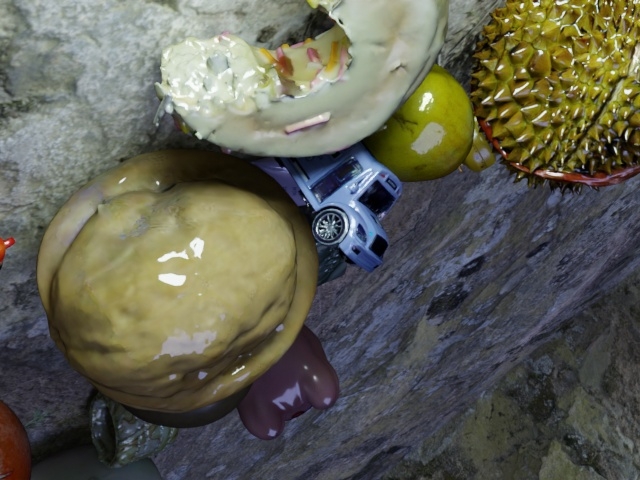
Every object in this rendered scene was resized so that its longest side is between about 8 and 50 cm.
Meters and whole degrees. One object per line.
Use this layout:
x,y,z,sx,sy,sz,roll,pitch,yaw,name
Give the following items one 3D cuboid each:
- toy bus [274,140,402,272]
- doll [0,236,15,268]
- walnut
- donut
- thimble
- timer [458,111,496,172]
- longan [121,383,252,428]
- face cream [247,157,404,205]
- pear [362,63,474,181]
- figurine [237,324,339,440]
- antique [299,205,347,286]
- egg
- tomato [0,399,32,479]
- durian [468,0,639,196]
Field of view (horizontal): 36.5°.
0.015,-0.099,1.351,0.133,0.292,0.125,-38,154,9,toy bus
-0.502,0.028,1.251,0.183,0.085,0.217,-16,173,42,doll
-0.209,0.059,1.383,0.383,0.384,0.383,-25,154,-13,walnut
-0.005,-0.252,1.178,0.307,0.150,0.371,16,131,-36,donut
-0.371,0.366,1.936,0.143,0.137,0.190,-15,125,-40,thimble
0.276,-0.179,1.712,0.109,0.107,0.107,-31,155,8,timer
-0.239,0.207,1.694,0.258,0.258,0.258,-25,154,-13,longan
-0.001,-0.109,1.575,0.273,0.096,0.154,-12,155,-8,face cream
0.136,-0.178,1.459,0.200,0.200,0.200,-25,154,-13,pear
-0.100,0.246,1.985,0.269,0.261,0.211,-31,-178,-2,figurine
0.000,0.000,1.756,0.088,0.086,0.183,-23,154,-19,antique
-0.479,0.577,2.028,0.340,0.354,0.354,-57,154,-3,egg
-0.602,0.367,1.579,0.265,0.265,0.265,-25,154,-13,tomato
0.393,-0.240,1.452,0.347,0.348,0.384,-8,146,-40,durian
